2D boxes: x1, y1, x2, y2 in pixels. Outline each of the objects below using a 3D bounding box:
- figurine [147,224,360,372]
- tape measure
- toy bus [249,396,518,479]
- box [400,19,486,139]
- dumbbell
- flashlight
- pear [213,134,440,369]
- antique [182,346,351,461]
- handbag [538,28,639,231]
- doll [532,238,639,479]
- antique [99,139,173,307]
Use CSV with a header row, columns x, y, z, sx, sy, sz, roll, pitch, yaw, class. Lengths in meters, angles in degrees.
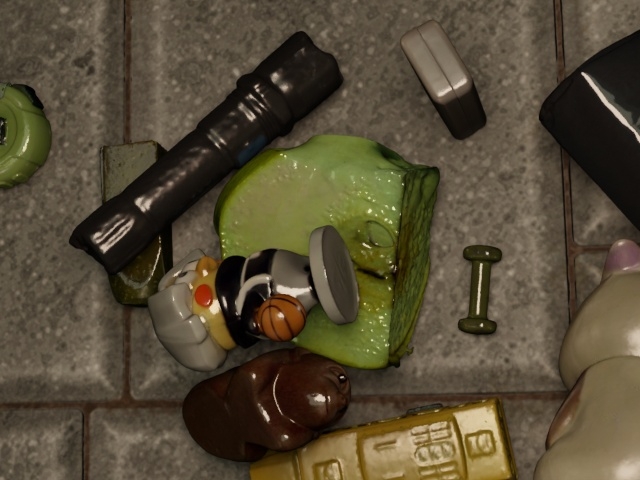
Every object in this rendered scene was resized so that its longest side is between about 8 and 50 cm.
x,y,z,sx,sy,sz,roll,pitch,yaw,class
-0.086,0.074,1.344,0.236,0.176,0.133,-14,108,18,figurine
-0.458,-0.151,1.613,0.154,0.087,0.177,7,86,9,tape measure
0.075,0.283,1.454,0.336,0.123,0.121,-12,81,7,toy bus
0.159,-0.197,1.442,0.055,0.244,0.103,-31,79,7,box
0.209,0.065,1.501,0.052,0.046,0.117,3,83,15,dumbbell
-0.148,-0.113,1.507,0.424,0.103,0.103,-42,78,-13,flashlight
0.000,0.000,1.479,0.282,0.176,0.286,8,102,16,pear
-0.057,0.199,1.431,0.143,0.257,0.121,-21,86,-32,antique
0.458,-0.134,1.380,0.275,0.178,0.302,-35,76,-29,handbag
0.374,0.207,1.344,0.215,0.226,0.370,22,50,-8,doll
-0.247,-0.019,1.566,0.081,0.080,0.220,-5,81,7,antique
